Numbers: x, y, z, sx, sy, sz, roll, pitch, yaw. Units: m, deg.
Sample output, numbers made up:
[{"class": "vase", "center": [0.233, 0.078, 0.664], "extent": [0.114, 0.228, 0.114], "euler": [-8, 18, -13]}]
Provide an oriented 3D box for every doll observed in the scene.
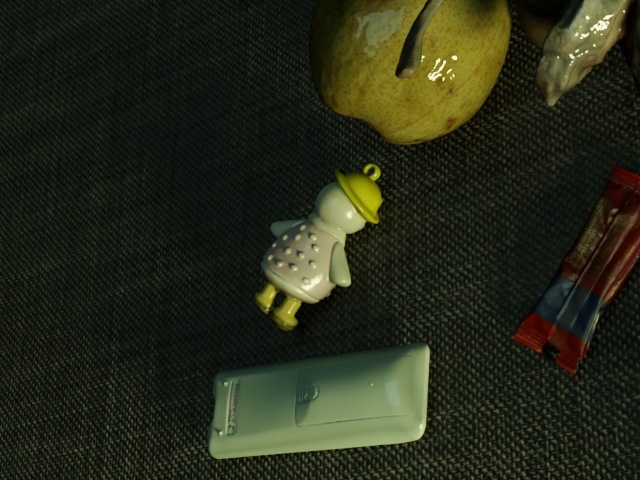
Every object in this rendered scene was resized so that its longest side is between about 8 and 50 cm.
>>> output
[{"class": "doll", "center": [0.000, 0.000, 1.582], "extent": [0.129, 0.081, 0.207], "euler": [39, 95, 36]}]

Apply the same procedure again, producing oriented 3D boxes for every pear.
[{"class": "pear", "center": [0.085, -0.212, 1.532], "extent": [0.228, 0.188, 0.211], "euler": [30, 83, 44]}]

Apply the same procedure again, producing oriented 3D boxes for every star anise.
[{"class": "star anise", "center": [0.283, -0.230, 1.336], "extent": [0.316, 0.139, 0.359], "euler": [29, 72, 20]}]

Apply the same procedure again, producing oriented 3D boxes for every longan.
[{"class": "longan", "center": [0.260, -0.241, 1.467], "extent": [0.119, 0.106, 0.106], "euler": [-15, 52, -10]}]

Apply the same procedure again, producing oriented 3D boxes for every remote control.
[{"class": "remote control", "center": [-0.010, 0.171, 1.531], "extent": [0.293, 0.051, 0.103], "euler": [-13, 63, 37]}]

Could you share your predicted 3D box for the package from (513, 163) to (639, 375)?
[{"class": "package", "center": [0.265, 0.027, 1.381], "extent": [0.083, 0.022, 0.200], "euler": [33, 94, 45]}]
